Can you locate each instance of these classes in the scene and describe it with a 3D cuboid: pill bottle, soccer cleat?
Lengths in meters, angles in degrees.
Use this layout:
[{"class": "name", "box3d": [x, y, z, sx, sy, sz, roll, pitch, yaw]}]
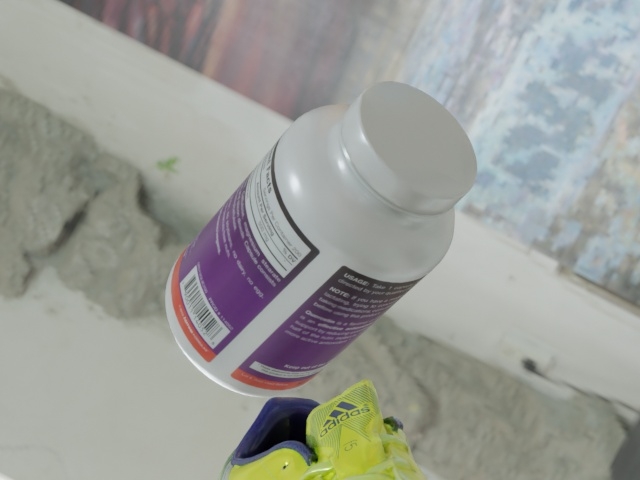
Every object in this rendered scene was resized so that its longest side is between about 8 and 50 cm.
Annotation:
[{"class": "pill bottle", "box3d": [0.000, 0.000, 1.214, 0.323, 0.181, 0.181, -45, 9, 41]}, {"class": "soccer cleat", "box3d": [0.014, 0.118, 0.541, 0.289, 0.093, 0.121, 172, 107, -72]}]
